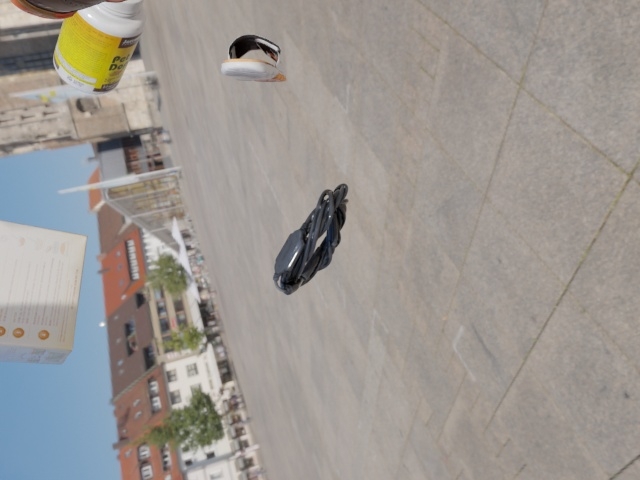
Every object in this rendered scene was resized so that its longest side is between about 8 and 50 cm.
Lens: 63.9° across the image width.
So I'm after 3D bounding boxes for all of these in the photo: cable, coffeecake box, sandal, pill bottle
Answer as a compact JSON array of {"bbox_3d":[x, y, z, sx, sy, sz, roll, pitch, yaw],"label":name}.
[{"bbox_3d":[0.000,0.000,0.772,0.047,0.184,0.150,31,-174,20],"label":"cable"},{"bbox_3d":[-0.364,0.052,0.554,0.068,0.186,0.142,-38,49,45],"label":"coffeecake box"},{"bbox_3d":[-0.112,-0.318,0.889,0.265,0.102,0.076,-96,7,-76],"label":"sandal"},{"bbox_3d":[-0.375,-0.360,0.880,0.215,0.117,0.117,-37,65,45],"label":"pill bottle"}]

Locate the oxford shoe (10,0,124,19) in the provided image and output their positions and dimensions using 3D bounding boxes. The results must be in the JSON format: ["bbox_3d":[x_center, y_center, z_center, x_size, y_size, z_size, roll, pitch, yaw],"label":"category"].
[{"bbox_3d":[-0.272,-0.333,0.613,0.271,0.098,0.096,-70,-34,-56],"label":"oxford shoe"}]
